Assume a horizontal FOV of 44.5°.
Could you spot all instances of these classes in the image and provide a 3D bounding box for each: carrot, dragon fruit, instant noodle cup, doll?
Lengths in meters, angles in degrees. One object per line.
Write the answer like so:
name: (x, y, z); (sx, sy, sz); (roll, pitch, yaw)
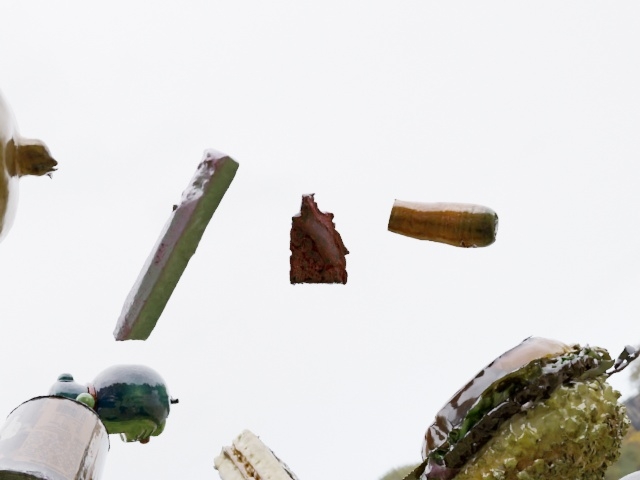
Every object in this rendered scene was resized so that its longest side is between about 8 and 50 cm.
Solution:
carrot: (0.217, -0.031, 1.391); (0.087, 0.193, 0.087); (7, -90, -72)
dragon fruit: (0.003, 0.001, 1.053); (0.097, 0.063, 0.131); (-18, -69, -69)
instant noodle cup: (-0.423, 0.360, 1.164); (0.217, 0.207, 0.217); (0, -65, 0)
doll: (-0.481, 0.376, 1.788); (0.322, 0.186, 0.198); (4, -14, -30)

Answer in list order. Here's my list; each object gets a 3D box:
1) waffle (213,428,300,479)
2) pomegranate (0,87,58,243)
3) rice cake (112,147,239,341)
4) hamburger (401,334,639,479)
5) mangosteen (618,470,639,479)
waffle: (-0.041, 0.528, 1.426); (0.114, 0.376, 0.261); (-42, -54, -9)
pomegranate: (-0.531, -0.115, 1.047); (0.342, 0.342, 0.342); (-27, -29, -16)
rice cake: (-0.199, 0.005, 1.040); (0.051, 0.081, 0.290); (23, -78, -35)
hamburger: (0.210, 0.201, 0.777); (0.243, 0.138, 0.261); (-3, -50, -46)
mangosteen: (0.454, 0.391, 1.017); (0.194, 0.194, 0.230); (-49, -25, 25)
